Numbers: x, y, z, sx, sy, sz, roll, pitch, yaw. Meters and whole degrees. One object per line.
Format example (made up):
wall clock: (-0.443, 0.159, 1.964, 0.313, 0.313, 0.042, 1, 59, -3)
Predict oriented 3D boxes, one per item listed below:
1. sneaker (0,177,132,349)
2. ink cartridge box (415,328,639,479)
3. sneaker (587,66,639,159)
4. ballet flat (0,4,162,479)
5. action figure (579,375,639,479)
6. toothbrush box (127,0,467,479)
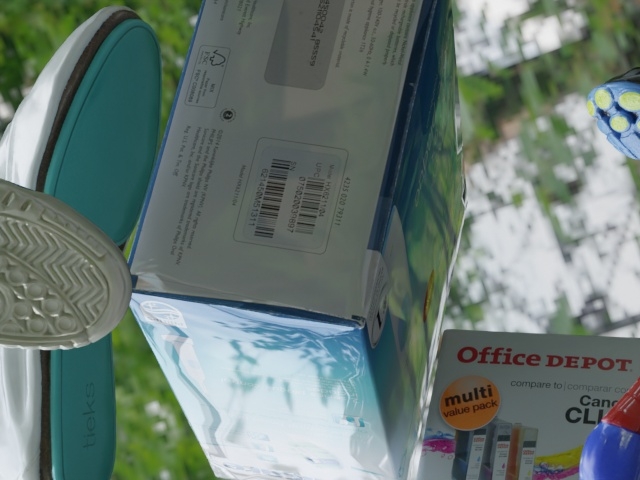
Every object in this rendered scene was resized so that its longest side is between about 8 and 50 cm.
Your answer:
sneaker: (-0.135, -0.013, 0.617, 0.084, 0.152, 0.058, -93, 18, -69)
ink cartridge box: (0.126, 0.154, 1.031, 0.127, 0.128, 0.176, 65, -149, -55)
sneaker: (0.270, -0.112, 1.319, 0.078, 0.188, 0.067, -38, -81, -39)
ballet flat: (-0.219, 0.011, 1.441, 0.139, 0.139, 0.400, 7, -90, -73)
action figure: (0.105, 0.158, 0.583, 0.091, 0.280, 0.139, 41, 168, -38)
toothbrush box: (0.000, 0.000, 1.025, 0.295, 0.126, 0.216, 79, -157, -63)
